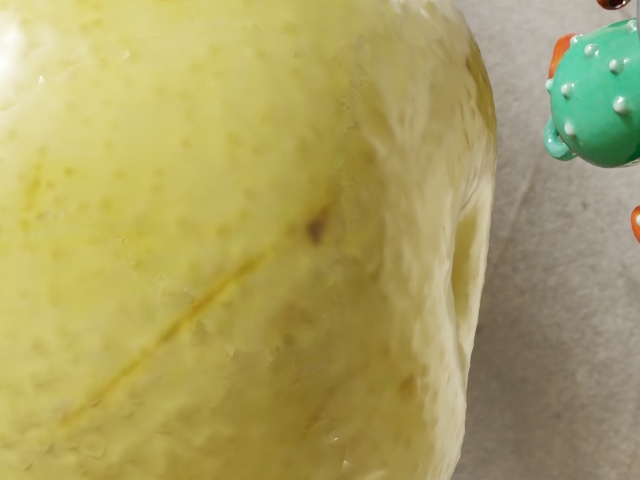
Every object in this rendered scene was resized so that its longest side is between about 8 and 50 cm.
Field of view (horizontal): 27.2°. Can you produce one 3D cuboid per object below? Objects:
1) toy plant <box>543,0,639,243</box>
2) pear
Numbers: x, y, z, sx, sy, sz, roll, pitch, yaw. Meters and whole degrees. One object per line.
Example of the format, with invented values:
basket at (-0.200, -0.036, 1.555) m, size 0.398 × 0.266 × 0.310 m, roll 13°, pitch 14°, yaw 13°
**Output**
toy plant at (0.320, -0.141, 1.095) m, size 0.185 × 0.400 × 0.279 m, roll -26°, pitch 94°, yaw -37°
pear at (-0.085, 0.011, 0.559) m, size 0.348 × 0.348 × 0.348 m, roll 24°, pitch 56°, yaw -41°
